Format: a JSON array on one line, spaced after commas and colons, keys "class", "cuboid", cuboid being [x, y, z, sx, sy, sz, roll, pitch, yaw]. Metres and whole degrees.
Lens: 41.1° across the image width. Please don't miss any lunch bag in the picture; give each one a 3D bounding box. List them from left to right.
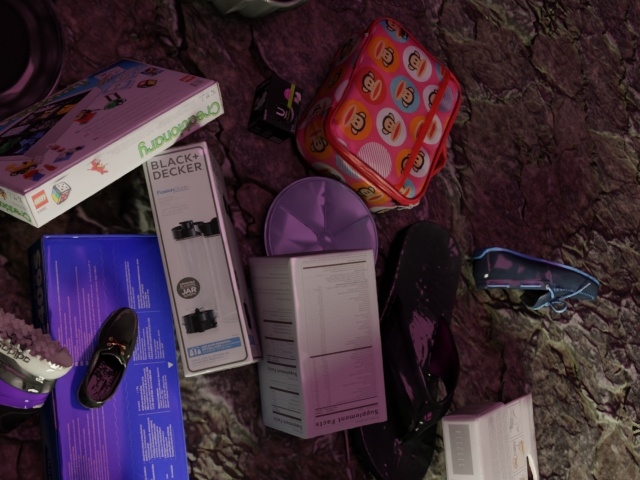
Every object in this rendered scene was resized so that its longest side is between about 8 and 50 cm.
[{"class": "lunch bag", "cuboid": [0.115, -0.196, 1.433, 0.258, 0.120, 0.293, 38, 60, -24]}]

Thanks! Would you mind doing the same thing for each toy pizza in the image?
[{"class": "toy pizza", "cuboid": [0.000, 0.000, 1.339, 0.201, 0.032, 0.201, 5, 79, -27]}]

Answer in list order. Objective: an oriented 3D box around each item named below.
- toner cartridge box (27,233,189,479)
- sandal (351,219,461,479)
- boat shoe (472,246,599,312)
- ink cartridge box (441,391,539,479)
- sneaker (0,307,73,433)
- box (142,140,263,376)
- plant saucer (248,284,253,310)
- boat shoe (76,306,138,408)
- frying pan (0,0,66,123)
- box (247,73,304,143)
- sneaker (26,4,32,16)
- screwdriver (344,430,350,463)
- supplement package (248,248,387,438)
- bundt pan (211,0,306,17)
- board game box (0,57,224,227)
[{"class": "toner cartridge box", "cuboid": [-0.270, 0.168, 1.087, 0.165, 0.075, 0.347, 0, 77, -32]}, {"class": "sandal", "cuboid": [0.152, 0.165, 1.352, 0.168, 0.107, 0.445, 23, 65, -27]}, {"class": "boat shoe", "cuboid": [0.384, 0.083, 1.553, 0.258, 0.109, 0.089, 13, 76, -13]}, {"class": "ink cartridge box", "cuboid": [0.284, 0.409, 1.376, 0.261, 0.066, 0.296, 1, 83, -60]}, {"class": "sneaker", "cuboid": [-0.444, 0.120, 0.968, 0.293, 0.102, 0.146, 33, 96, -3]}, {"class": "box", "cuboid": [-0.154, 0.029, 1.139, 0.087, 0.169, 0.289, -13, 82, -1]}, {"class": "plant saucer", "cuboid": [-0.066, 0.106, 1.264, 0.119, 0.021, 0.119, 1, 89, -30]}, {"class": "boat shoe", "cuboid": [-0.251, 0.140, 1.036, 0.049, 0.042, 0.133, 31, 60, -20]}, {"class": "frying pan", "cuboid": [-0.400, -0.309, 1.084, 0.197, 0.053, 0.326, 16, 90, -49]}, {"class": "box", "cuboid": [-0.070, -0.206, 1.344, 0.062, 0.052, 0.083, 22, 67, -28]}, {"class": "sneaker", "cuboid": [-0.478, -0.337, 1.091, 0.235, 0.090, 0.094, -5, 89, -33]}, {"class": "screwdriver", "cuboid": [0.032, 0.254, 1.307, 0.024, 0.025, 0.169, -2, 86, -35]}, {"class": "supplement package", "cuboid": [-0.006, 0.138, 1.206, 0.139, 0.134, 0.244, -5, 91, -30]}, {"class": "bundt pan", "cuboid": [-0.130, -0.496, 1.342, 0.331, 0.124, 0.330, 10, 72, -32]}, {"class": "board game box", "cuboid": [-0.298, -0.137, 1.089, 0.305, 0.193, 0.053, -39, 134, -35]}]
